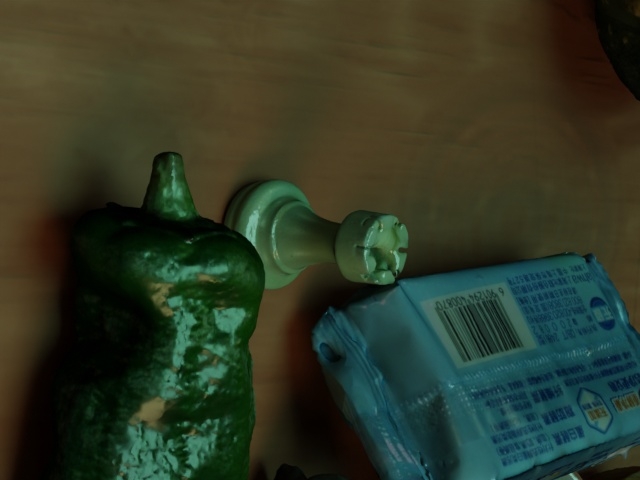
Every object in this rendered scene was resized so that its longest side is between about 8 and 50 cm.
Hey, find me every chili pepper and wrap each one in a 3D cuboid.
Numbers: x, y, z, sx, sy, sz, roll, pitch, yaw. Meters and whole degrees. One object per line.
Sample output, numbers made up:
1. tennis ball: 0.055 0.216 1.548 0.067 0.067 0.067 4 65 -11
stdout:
1. chili pepper: -0.093 0.087 0.973 0.136 0.099 0.270 5 92 -23

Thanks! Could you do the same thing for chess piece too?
1. chess piece: 0.000 0.000 1.067 0.067 0.103 0.067 -10 103 -49

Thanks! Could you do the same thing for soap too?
1. soap: 0.120 0.091 1.197 0.293 0.077 0.156 -6 65 -50

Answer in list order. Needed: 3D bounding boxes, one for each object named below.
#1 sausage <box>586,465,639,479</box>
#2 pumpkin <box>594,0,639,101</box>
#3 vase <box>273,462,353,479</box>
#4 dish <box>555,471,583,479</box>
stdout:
1. sausage: 0.231 0.310 1.400 0.105 0.105 0.274 -2 98 -50
2. pumpkin: 0.356 -0.201 1.283 0.257 0.328 0.291 -45 146 -48
3. vase: -0.045 0.254 1.063 0.237 0.115 0.115 -51 131 -28
4. dish: 0.119 0.258 1.231 0.260 0.085 0.260 32 46 -41
